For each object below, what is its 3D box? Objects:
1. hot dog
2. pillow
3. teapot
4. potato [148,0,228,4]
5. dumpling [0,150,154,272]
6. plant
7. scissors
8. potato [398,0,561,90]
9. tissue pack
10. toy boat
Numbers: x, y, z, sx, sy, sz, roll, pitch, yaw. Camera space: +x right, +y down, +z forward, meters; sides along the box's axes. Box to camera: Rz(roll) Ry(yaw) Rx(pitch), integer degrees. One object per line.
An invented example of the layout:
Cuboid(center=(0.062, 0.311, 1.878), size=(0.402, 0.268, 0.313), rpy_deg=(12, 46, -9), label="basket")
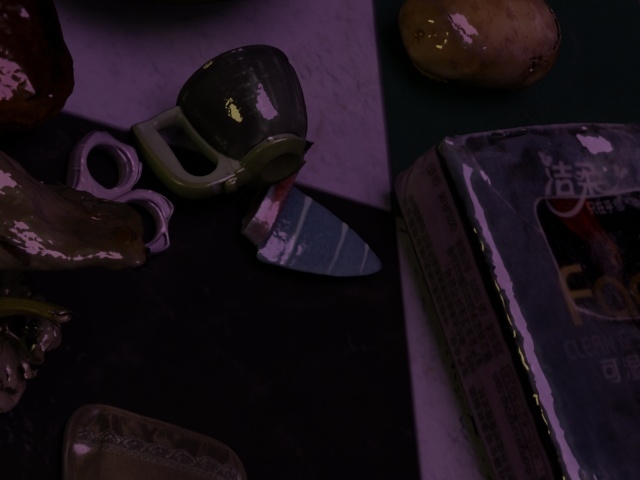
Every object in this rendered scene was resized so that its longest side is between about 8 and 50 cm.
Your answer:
Cuboid(center=(-0.247, -0.168, 1.128), size=(0.160, 0.099, 0.227), rpy_deg=(-8, 70, -42), label="hot dog")
Cuboid(center=(-0.114, 0.200, 1.044), size=(0.130, 0.033, 0.217), rpy_deg=(21, 46, -15), label="pillow")
Cuboid(center=(-0.062, -0.076, 1.235), size=(0.091, 0.124, 0.092), rpy_deg=(61, 11, 27), label="teapot")
Cuboid(center=(-0.135, -0.270, 1.280), size=(0.269, 0.112, 0.255), rpy_deg=(45, 48, -3), label="potato")
Cuboid(center=(-0.269, -0.043, 0.995), size=(0.332, 0.086, 0.166), rpy_deg=(1, 36, -18), label="dumpling")
Cuboid(center=(-0.206, 0.047, 1.019), size=(0.116, 0.122, 0.104), rpy_deg=(34, 59, -27), label="plant")
Cuboid(center=(-0.180, -0.010, 1.146), size=(0.189, 0.015, 0.100), rpy_deg=(-31, 88, -45), label="scissors")
Cuboid(center=(0.142, -0.181, 1.468), size=(0.170, 0.080, 0.107), rpy_deg=(-8, 61, -45), label="potato")
Cuboid(center=(0.221, 0.085, 1.340), size=(0.259, 0.122, 0.361), rpy_deg=(-3, 68, -37), label="tissue pack")
Cuboid(center=(0.001, 0.000, 1.273), size=(0.122, 0.034, 0.096), rpy_deg=(37, 52, -17), label="toy boat")
